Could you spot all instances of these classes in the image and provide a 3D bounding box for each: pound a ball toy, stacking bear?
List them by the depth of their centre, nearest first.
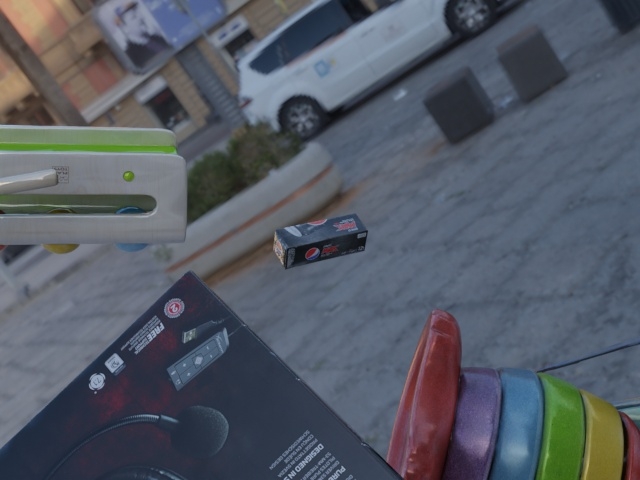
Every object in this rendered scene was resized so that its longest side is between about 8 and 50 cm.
[{"bbox_3d":[0.208,0.192,0.826,0.164,0.289,0.175,101,-176,-58],"label":"stacking bear"},{"bbox_3d":[-0.305,-0.035,1.051,0.319,0.135,0.208,-1,21,-14],"label":"pound a ball toy"}]

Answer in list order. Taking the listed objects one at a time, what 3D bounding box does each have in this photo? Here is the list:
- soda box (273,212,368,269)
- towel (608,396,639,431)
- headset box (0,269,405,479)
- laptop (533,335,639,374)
[{"bbox_3d":[0.000,0.000,1.820,0.169,0.053,0.060,-12,45,-23],"label":"soda box"},{"bbox_3d":[0.459,0.251,0.884,0.370,0.271,0.040,-13,-8,12],"label":"towel"},{"bbox_3d":[-0.038,0.194,0.491,0.218,0.293,0.110,-44,-28,-8],"label":"headset box"},{"bbox_3d":[0.493,-0.012,1.232,0.382,0.407,0.236,-14,24,-24],"label":"laptop"}]
